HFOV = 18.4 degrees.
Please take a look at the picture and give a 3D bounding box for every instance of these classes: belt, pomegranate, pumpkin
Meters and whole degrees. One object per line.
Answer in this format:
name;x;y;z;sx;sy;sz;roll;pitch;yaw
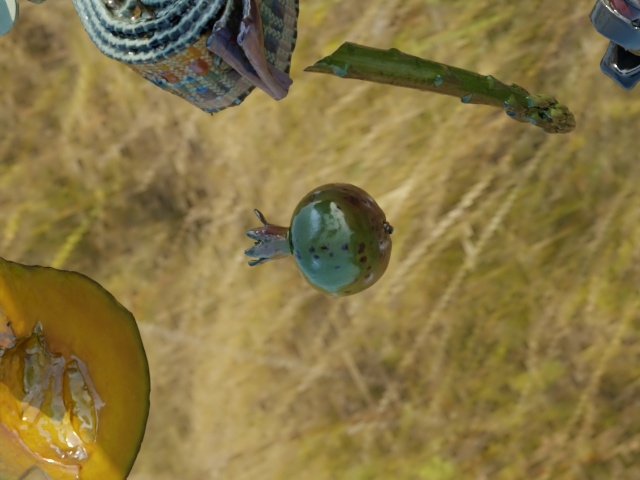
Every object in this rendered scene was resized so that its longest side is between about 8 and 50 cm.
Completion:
belt;-0.146;-0.271;1.975;0.207;0.160;0.295;-22;62;21
pomegranate;0.004;0.001;2.190;0.159;0.129;0.129;-6;106;37
pumpkin;-0.254;0.102;1.734;0.130;0.149;0.254;-15;107;39

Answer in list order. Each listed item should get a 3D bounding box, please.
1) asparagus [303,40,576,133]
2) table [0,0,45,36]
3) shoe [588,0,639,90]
asparagus;0.089;-0.101;1.305;0.034;0.236;0.027;-29;57;49
table;-0.362;-0.186;1.719;0.198;0.166;0.166;-47;68;20
shoe;0.276;-0.197;1.639;0.099;0.112;0.227;46;179;21
